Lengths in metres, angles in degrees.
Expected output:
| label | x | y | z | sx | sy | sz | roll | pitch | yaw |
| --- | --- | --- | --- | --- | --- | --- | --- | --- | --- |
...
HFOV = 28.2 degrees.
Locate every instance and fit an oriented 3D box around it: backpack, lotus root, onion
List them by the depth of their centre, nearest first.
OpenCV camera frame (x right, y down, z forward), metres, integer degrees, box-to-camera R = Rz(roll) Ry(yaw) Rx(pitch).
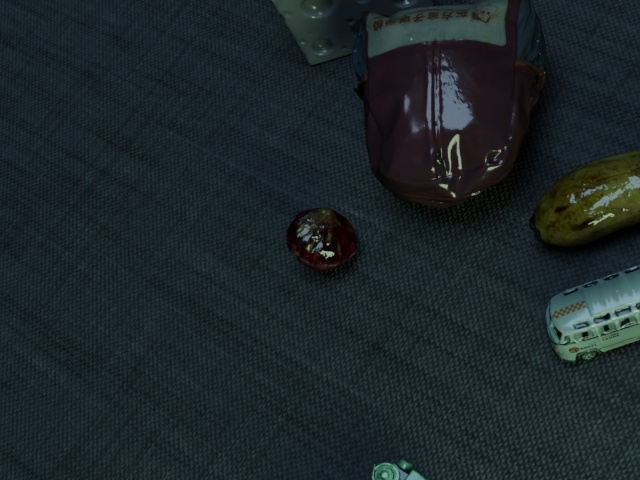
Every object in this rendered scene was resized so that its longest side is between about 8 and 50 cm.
| label | x | y | z | sx | sy | sz | roll | pitch | yaw |
| --- | --- | --- | --- | --- | --- | --- | --- | --- | --- |
| lotus root | 0.408 | -0.068 | 1.748 | 0.258 | 0.097 | 0.110 | -22 | 51 | 5 |
| backpack | 0.190 | -0.195 | 1.861 | 0.283 | 0.197 | 0.317 | -7 | 64 | 19 |
| onion | 0.000 | 0.000 | 1.890 | 0.107 | 0.097 | 0.107 | 11 | 41 | -10 |

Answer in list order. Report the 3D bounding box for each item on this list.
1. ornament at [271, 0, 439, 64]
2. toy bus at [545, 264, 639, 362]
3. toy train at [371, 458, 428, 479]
| label | x | y | z | sx | sy | sz | roll | pitch | yaw |
| --- | --- | --- | --- | --- | --- | --- | --- | --- | --- |
| ornament | 0.041 | -0.474 | 2.068 | 0.240 | 0.239 | 0.239 | -16 | 55 | 15 |
| toy bus | 0.385 | 0.090 | 1.661 | 0.194 | 0.089 | 0.087 | -20 | 54 | 13 |
| toy train | 0.079 | 0.368 | 1.639 | 0.105 | 0.071 | 0.178 | 33 | 76 | 24 |
